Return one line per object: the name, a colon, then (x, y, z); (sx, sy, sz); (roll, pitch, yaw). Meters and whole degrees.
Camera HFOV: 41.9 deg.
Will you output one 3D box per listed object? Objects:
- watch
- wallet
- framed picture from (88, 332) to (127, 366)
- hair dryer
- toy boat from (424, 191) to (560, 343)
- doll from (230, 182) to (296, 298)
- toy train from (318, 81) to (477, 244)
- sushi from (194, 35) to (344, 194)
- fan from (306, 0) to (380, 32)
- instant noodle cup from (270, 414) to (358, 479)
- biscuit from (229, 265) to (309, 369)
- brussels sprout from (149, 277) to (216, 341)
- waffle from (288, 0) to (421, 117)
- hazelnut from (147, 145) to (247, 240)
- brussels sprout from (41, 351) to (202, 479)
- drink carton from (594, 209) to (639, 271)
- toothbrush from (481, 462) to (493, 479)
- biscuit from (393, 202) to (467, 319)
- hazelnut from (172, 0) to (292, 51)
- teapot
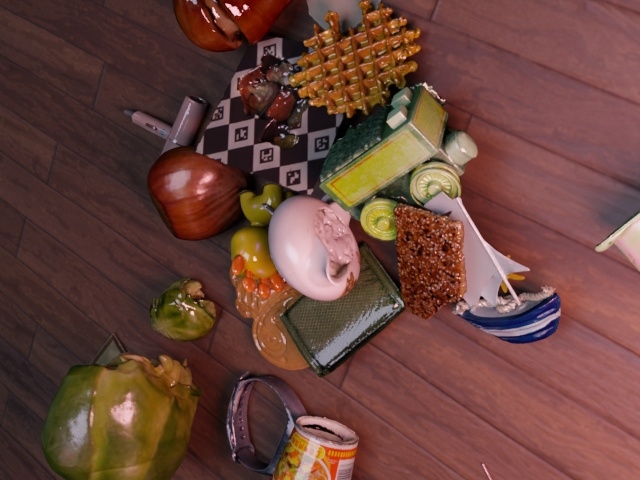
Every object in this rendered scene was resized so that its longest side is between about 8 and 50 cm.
watch: (-0.119, 0.390, 1.759); (0.193, 0.068, 0.206); (32, 108, 33)
wallet: (0.046, 0.135, 1.607); (0.236, 0.055, 0.160); (-41, 67, 13)
framed picture: (-0.525, 0.364, 2.077); (0.231, 0.010, 0.173); (-48, 68, 28)
hair dryer: (-0.359, -0.276, 1.886); (0.220, 0.054, 0.195); (44, 116, 32)
toy boat: (0.263, 0.048, 1.378); (0.291, 0.067, 0.221); (53, 146, -14)
doll: (-0.116, 0.005, 1.663); (0.136, 0.143, 0.220); (-11, 63, 35)
toy train: (0.132, -0.128, 1.437); (0.272, 0.159, 0.188); (-32, 114, 36)
sushi: (-0.063, -0.245, 1.618); (0.292, 0.059, 0.293); (20, 80, 31)
fan: (0.015, -0.551, 1.608); (0.182, 0.010, 0.310); (-29, 81, 33)
instant noodle cup: (-0.019, 0.465, 1.634); (0.193, 0.193, 0.212); (21, 99, 32)
biscuit: (-0.089, 0.136, 1.730); (0.202, 0.044, 0.288); (-45, 71, 30)
brussels sprout: (-0.311, 0.166, 1.861); (0.181, 0.100, 0.139); (-30, 96, 23)
waffle: (0.064, -0.328, 1.526); (0.232, 0.051, 0.228); (35, 88, 30)
hazelnut: (-0.259, -0.108, 1.756); (0.186, 0.210, 0.210); (36, 116, 53)
brussels sprout: (-0.421, 0.384, 1.775); (0.276, 0.371, 0.314); (5, 90, 16)
drink carton: (0.517, 0.010, 1.236); (0.142, 0.144, 0.146); (49, 120, 11)
toothbrush: (0.313, 0.442, 1.490); (0.008, 0.006, 0.096); (-36, 74, 31)
biscuit: (0.186, 0.050, 1.412); (0.131, 0.026, 0.236); (22, 135, 36)
hazelnut: (-0.172, -0.490, 1.623); (0.252, 0.217, 0.217); (-29, 76, 11)
teapot: (0.000, 0.000, 1.528); (0.139, 0.204, 0.298); (-33, 31, 30)
